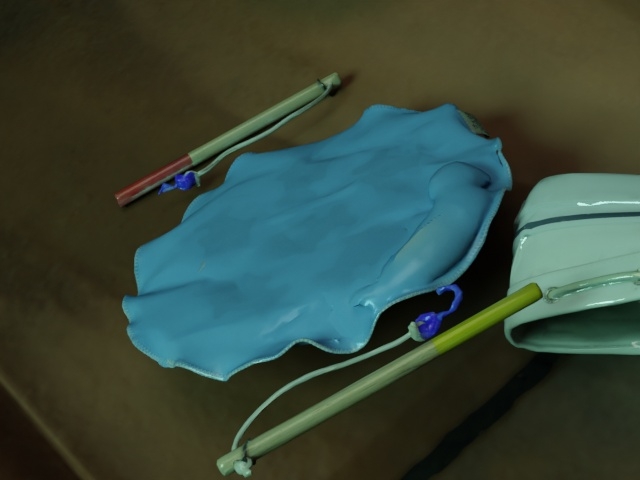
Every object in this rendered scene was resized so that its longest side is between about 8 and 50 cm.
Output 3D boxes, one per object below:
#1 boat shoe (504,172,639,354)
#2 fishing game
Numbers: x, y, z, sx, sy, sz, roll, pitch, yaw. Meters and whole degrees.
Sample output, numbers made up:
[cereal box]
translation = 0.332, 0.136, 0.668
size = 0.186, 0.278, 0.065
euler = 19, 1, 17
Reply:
[boat shoe]
translation = 0.176, 0.020, 0.503
size = 0.226, 0.083, 0.076
euler = -2, 57, 37
[fishing game]
translation = 0.000, 0.000, 0.601
size = 0.189, 0.041, 0.264
euler = -31, 30, -6
